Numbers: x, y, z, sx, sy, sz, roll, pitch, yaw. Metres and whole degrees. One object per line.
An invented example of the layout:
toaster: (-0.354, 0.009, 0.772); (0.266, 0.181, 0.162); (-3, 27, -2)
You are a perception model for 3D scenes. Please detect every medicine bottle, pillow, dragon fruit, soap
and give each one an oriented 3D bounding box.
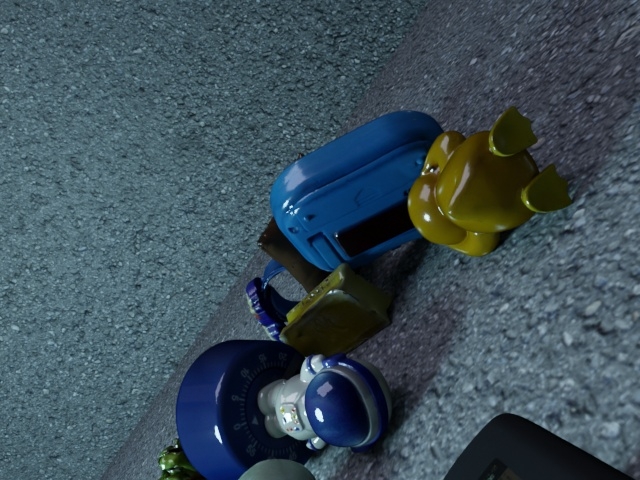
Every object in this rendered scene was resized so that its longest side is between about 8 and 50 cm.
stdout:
medicine bottle: (-0.063, 0.424, 0.861); (0.147, 0.147, 0.143); (-54, 17, 11)
pillow: (0.000, 0.000, 1.322); (0.108, 0.308, 0.305); (-18, 35, 33)
dragon fruit: (-0.244, 0.496, 1.110); (0.198, 0.269, 0.200); (27, 77, 46)
soap: (0.028, 0.158, 1.177); (0.233, 0.135, 0.076); (-45, 18, 39)

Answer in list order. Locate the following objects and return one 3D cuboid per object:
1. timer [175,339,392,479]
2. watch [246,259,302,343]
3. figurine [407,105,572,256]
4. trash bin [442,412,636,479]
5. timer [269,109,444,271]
timer: (-0.041, 0.279, 0.988); (0.384, 0.270, 0.270); (-22, 35, 45)
watch: (-0.082, 0.143, 1.541); (0.200, 0.196, 0.171); (-32, 29, 9)
figurine: (0.239, -0.078, 0.897); (0.215, 0.215, 0.228); (-57, 0, -1)
trash bin: (0.181, 0.248, 0.369); (0.209, 0.182, 0.290); (-58, 8, -3)
timer: (0.094, -0.075, 1.082); (0.340, 0.309, 0.115); (-27, 57, 8)
